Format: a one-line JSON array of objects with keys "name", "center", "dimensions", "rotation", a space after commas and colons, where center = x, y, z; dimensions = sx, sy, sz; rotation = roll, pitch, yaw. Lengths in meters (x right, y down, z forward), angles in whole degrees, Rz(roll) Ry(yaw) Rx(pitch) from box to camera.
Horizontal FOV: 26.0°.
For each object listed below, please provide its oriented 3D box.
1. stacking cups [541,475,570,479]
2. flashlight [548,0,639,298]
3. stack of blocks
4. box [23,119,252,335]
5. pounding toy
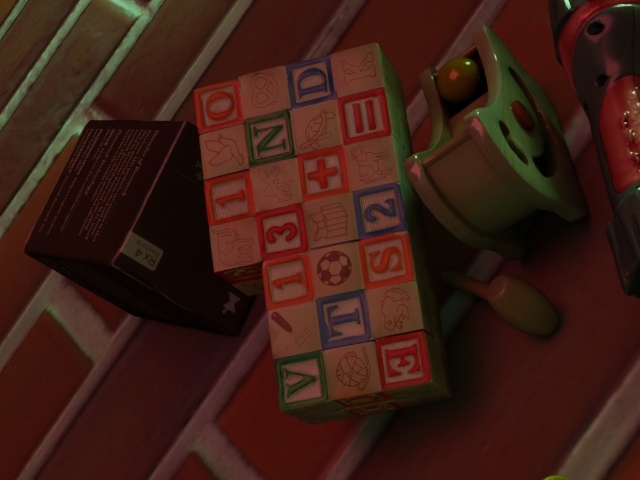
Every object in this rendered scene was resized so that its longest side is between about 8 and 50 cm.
[{"name": "stacking cups", "center": [0.061, 0.266, 1.023], "dimensions": [0.316, 0.096, 0.096], "rotation": [-29, 43, 33]}, {"name": "flashlight", "center": [0.250, -0.093, 1.086], "dimensions": [0.103, 0.103, 0.304], "rotation": [-31, 40, 26]}, {"name": "stack of blocks", "center": [0.000, 0.000, 1.180], "dimensions": [0.171, 0.087, 0.297], "rotation": [-13, 72, 14]}, {"name": "box", "center": [-0.171, -0.017, 1.462], "dimensions": [0.203, 0.168, 0.167], "rotation": [6, 66, 51]}, {"name": "pounding toy", "center": [0.116, -0.049, 1.162], "dimensions": [0.155, 0.154, 0.269], "rotation": [-35, 39, 26]}]
